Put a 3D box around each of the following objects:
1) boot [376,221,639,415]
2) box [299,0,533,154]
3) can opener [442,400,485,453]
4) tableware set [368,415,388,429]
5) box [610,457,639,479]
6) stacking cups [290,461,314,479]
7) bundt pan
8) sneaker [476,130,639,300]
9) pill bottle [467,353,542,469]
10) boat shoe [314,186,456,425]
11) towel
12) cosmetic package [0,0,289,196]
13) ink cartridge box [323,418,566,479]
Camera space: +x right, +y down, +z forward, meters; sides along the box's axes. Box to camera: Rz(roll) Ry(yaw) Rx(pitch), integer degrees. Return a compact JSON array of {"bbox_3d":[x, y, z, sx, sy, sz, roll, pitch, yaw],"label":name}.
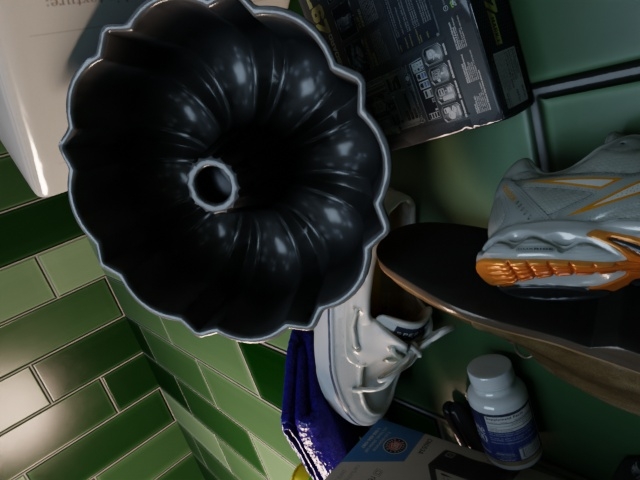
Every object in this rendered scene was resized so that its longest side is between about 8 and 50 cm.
[{"bbox_3d":[0.187,0.072,0.428,0.306,0.112,0.115,22,143,31],"label":"boot"},{"bbox_3d":[0.070,-0.205,0.428,0.184,0.059,0.232,-5,111,54],"label":"box"},{"bbox_3d":[0.219,0.302,0.617,0.186,0.073,0.059,67,156,7],"label":"can opener"},{"bbox_3d":[0.060,0.231,0.780,0.194,0.039,0.128,60,171,12],"label":"tableware set"},{"bbox_3d":[0.389,0.264,0.359,0.183,0.056,0.231,55,146,6],"label":"box"},{"bbox_3d":[0.055,0.571,1.006,0.316,0.096,0.095,-10,106,54],"label":"stacking cups"},{"bbox_3d":[-0.085,-0.068,0.478,0.331,0.124,0.330,4,109,13],"label":"bundt pan"},{"bbox_3d":[0.240,-0.028,0.307,0.263,0.120,0.099,-2,154,33],"label":"sneaker"},{"bbox_3d":[0.210,0.196,0.537,0.067,0.067,0.120,-1,114,53],"label":"pill bottle"},{"bbox_3d":[0.090,0.105,0.589,0.157,0.136,0.366,17,118,43],"label":"boat shoe"},{"bbox_3d":[0.009,0.324,0.774,0.227,0.076,0.308,-103,-6,-65],"label":"towel"},{"bbox_3d":[-0.252,-0.328,0.519,0.327,0.330,0.393,50,144,16],"label":"cosmetic package"},{"bbox_3d":[0.153,0.341,0.496,0.308,0.223,0.128,6,102,33],"label":"ink cartridge box"}]
